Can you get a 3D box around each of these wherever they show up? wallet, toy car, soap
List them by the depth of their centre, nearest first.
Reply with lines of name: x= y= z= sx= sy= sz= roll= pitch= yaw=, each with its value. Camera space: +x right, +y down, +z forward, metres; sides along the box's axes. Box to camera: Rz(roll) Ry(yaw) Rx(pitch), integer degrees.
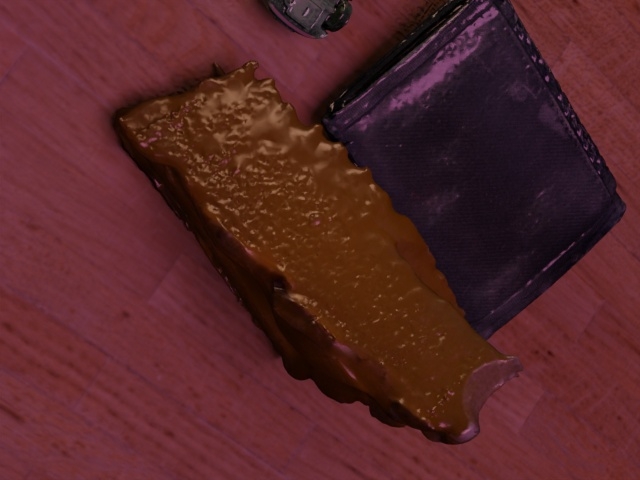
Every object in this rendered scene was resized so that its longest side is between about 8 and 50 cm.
soap: x=0.000 y=0.000 z=1.447 sx=0.169 sy=0.304 sz=0.339 roll=-45 pitch=122 yaw=-19
toy car: x=0.022 y=-0.300 z=1.518 sx=0.090 sy=0.076 sz=0.224 roll=34 pitch=92 yaw=-35
wallet: x=0.162 y=-0.080 z=1.671 sx=0.237 sy=0.075 sz=0.342 roll=-43 pitch=124 yaw=-8
